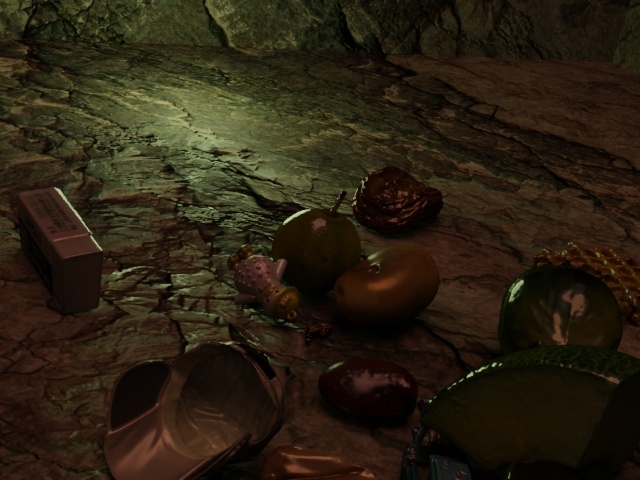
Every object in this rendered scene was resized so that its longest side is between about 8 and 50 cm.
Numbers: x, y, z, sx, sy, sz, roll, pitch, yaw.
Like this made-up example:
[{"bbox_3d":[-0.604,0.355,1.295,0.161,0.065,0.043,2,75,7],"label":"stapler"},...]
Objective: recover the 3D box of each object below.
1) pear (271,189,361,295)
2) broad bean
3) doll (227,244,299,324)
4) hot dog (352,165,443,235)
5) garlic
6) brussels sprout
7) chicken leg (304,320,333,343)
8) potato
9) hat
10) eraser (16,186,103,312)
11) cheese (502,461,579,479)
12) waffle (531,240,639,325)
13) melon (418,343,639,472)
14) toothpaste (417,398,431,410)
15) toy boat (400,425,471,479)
[{"bbox_3d":[0.000,0.000,2.021,0.180,0.216,0.166,9,25,-28],"label":"pear"},{"bbox_3d":[0.078,0.247,1.687,0.165,0.084,0.114,3,28,1],"label":"broad bean"},{"bbox_3d":[-0.105,0.090,1.943,0.129,0.081,0.207,-40,51,-7],"label":"doll"},{"bbox_3d":[0.194,-0.104,2.427,0.175,0.114,0.259,25,30,28],"label":"hot dog"},{"bbox_3d":[0.017,0.386,1.357,0.228,0.110,0.217,4,36,12],"label":"garlic"},{"bbox_3d":[0.438,0.169,1.857,0.219,0.210,0.271,7,40,6],"label":"brussels sprout"},{"bbox_3d":[-0.009,0.170,1.889,0.036,0.021,0.083,37,36,28],"label":"chicken leg"},{"bbox_3d":[0.133,0.094,1.967,0.234,0.146,0.150,-29,2,-34],"label":"potato"},{"bbox_3d":[-0.178,0.272,1.484,0.232,0.161,0.275,31,56,35],"label":"hat"},{"bbox_3d":[-0.493,0.014,1.918,0.086,0.130,0.287,-9,32,-30],"label":"eraser"},{"bbox_3d":[0.353,0.354,1.599,0.127,0.050,0.255,14,26,9],"label":"cheese"},{"bbox_3d":[0.628,0.080,2.255,0.293,0.069,0.259,30,33,33],"label":"waffle"},{"bbox_3d":[0.373,0.264,1.547,0.343,0.331,0.226,-1,67,-58],"label":"melon"},{"bbox_3d":[0.186,0.293,1.706,0.027,0.019,0.083,-19,29,-4],"label":"toothpaste"},{"bbox_3d":[0.179,0.339,1.517,0.109,0.098,0.238,11,25,-4],"label":"toy boat"}]
